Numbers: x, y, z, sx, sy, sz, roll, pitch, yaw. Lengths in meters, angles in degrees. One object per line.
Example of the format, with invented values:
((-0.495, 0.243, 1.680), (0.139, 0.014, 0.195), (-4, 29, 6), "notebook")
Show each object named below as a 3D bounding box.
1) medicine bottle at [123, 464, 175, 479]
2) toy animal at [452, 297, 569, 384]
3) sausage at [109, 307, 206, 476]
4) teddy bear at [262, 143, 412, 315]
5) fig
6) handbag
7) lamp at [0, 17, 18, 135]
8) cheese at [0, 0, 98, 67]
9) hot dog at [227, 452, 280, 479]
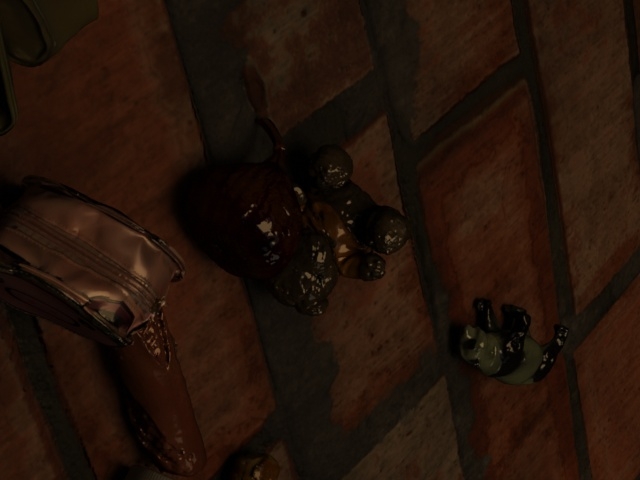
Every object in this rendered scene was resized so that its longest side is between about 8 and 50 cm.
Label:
((-0.211, 0.355, 1.655), (0.105, 0.105, 0.168), (46, 64, -47), "medicine bottle")
((0.291, 0.163, 2.252), (0.225, 0.094, 0.121), (18, 94, -53), "toy animal")
((-0.196, 0.143, 1.635), (0.079, 0.087, 0.326), (-18, 120, -9), "sausage")
((0.000, 0.000, 1.820), (0.177, 0.140, 0.190), (44, 68, 0), "teddy bear")
((-0.070, -0.054, 1.716), (0.201, 0.134, 0.146), (-59, 148, -35), "fig")
((-0.249, 0.026, 1.457), (0.205, 0.179, 0.116), (30, 73, -6), "handbag")
((-0.398, -0.077, 1.328), (0.283, 0.124, 0.203), (-62, 159, -25), "lamp")
((-0.268, -0.288, 1.427), (0.202, 0.091, 0.175), (-50, 136, -31), "cheese")
((-0.115, 0.409, 1.821), (0.083, 0.068, 0.289), (44, 58, -73), "hot dog")
